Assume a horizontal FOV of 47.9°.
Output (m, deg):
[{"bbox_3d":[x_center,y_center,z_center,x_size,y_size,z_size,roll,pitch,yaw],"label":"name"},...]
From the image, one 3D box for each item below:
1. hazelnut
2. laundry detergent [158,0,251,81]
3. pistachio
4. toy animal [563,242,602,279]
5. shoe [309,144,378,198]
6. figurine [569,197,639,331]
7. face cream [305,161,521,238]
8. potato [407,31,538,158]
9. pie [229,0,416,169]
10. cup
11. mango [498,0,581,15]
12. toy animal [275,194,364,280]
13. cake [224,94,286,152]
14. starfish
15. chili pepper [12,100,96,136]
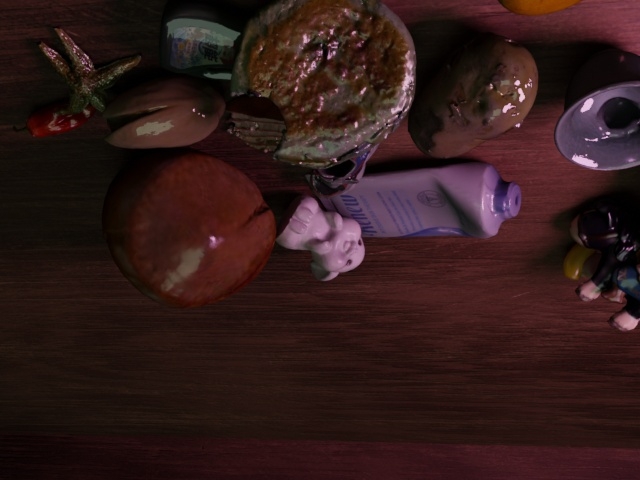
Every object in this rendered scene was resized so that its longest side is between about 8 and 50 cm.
[{"bbox_3d":[-0.276,-0.023,1.463,0.372,0.315,0.372,30,158,13],"label":"hazelnut"},{"bbox_3d":[-0.153,-0.320,1.200,0.222,0.078,0.144,10,145,-10],"label":"laundry detergent"},{"bbox_3d":[-0.283,-0.226,1.296,0.226,0.135,0.136,-13,144,-1],"label":"pistachio"},{"bbox_3d":[0.608,0.046,1.630,0.114,0.091,0.082,3,175,26],"label":"toy animal"},{"bbox_3d":[0.031,-0.137,1.374,0.099,0.125,0.227,33,137,0],"label":"shoe"},{"bbox_3d":[0.674,0.010,1.409,0.241,0.306,0.412,-4,167,-34],"label":"figurine"},{"bbox_3d":[0.198,-0.080,1.491,0.420,0.137,0.235,-1,148,29],"label":"face cream"},{"bbox_3d":[0.246,-0.235,1.193,0.165,0.165,0.262,23,154,-23],"label":"potato"},{"bbox_3d":[0.007,-0.261,1.143,0.303,0.067,0.302,0,104,0],"label":"pie"},{"bbox_3d":[0.476,-0.232,1.173,0.199,0.150,0.199,4,145,3],"label":"cup"},{"bbox_3d":[0.353,-0.390,1.014,0.228,0.099,0.136,-10,139,7],"label":"mango"},{"bbox_3d":[-0.006,-0.004,1.570,0.193,0.127,0.178,33,163,-22],"label":"toy animal"},{"bbox_3d":[-0.067,-0.230,1.319,0.287,0.135,0.098,4,156,38],"label":"cake"},{"bbox_3d":[-0.412,-0.286,1.299,0.217,0.050,0.223,-29,132,17],"label":"starfish"},{"bbox_3d":[-0.512,-0.232,1.393,0.191,0.050,0.059,-14,125,14],"label":"chili pepper"}]
